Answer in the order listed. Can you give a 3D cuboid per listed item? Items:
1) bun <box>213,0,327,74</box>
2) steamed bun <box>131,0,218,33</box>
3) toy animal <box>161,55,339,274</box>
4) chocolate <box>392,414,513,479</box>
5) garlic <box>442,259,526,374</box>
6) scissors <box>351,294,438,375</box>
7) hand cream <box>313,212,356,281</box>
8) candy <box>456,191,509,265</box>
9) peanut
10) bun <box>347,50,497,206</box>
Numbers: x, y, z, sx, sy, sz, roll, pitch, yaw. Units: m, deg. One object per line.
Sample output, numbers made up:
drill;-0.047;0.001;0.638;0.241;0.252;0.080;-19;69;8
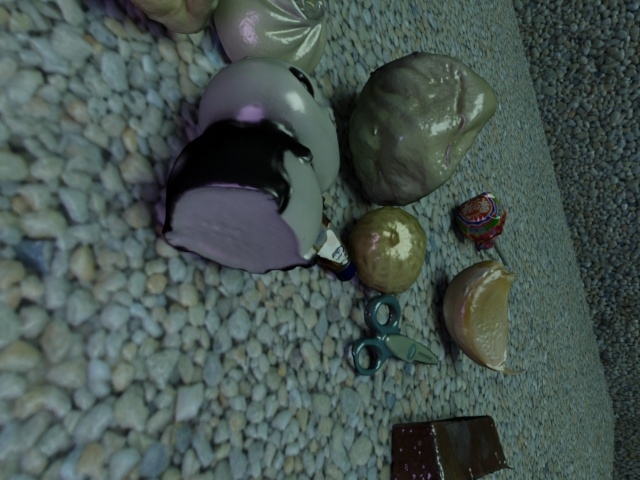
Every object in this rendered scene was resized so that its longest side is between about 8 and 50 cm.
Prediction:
bun;-0.054;-0.302;0.630;0.172;0.119;0.173;12;74;-50
steamed bun;-0.180;-0.310;0.455;0.155;0.172;0.141;-7;76;-35
toy animal;-0.066;-0.095;0.523;0.187;0.165;0.235;66;34;-53
chocolate;0.252;0.395;0.878;0.321;0.111;0.112;22;55;-47
garlic;0.353;0.166;1.008;0.145;0.164;0.245;-3;89;-69
scissors;0.146;0.190;0.827;0.289;0.041;0.138;34;72;-48
hand cream;0.000;0.000;0.695;0.163;0.039;0.062;49;62;-30
candy;0.468;-0.006;1.254;0.365;0.124;0.124;38;53;-50
peanut;0.115;0.016;0.775;0.159;0.109;0.141;37;62;-45
bun;0.153;-0.205;0.793;0.204;0.281;0.282;37;50;-10
